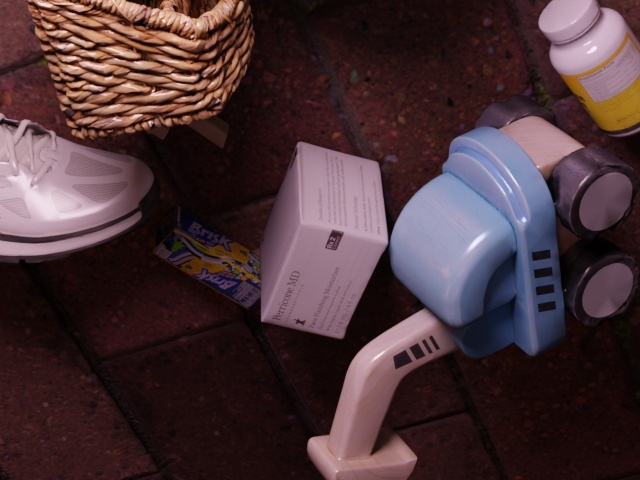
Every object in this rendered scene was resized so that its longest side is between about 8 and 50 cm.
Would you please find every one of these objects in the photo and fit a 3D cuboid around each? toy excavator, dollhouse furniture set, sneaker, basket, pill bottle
[{"bbox_3d":[0.164,0.084,1.813,0.445,0.222,0.432,-24,128,-16],"label":"toy excavator"},{"bbox_3d":[-0.184,-0.135,1.832,0.114,0.091,0.081,33,136,-29],"label":"dollhouse furniture set"},{"bbox_3d":[-0.432,-0.120,1.770,0.448,0.169,0.257,0,131,1],"label":"sneaker"},{"bbox_3d":[-0.192,-0.289,1.558,0.214,0.299,0.223,-9,129,5],"label":"basket"},{"bbox_3d":[0.348,-0.222,1.756,0.103,0.103,0.184,-30,123,21],"label":"pill bottle"}]

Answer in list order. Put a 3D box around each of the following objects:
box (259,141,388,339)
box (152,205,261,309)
[{"bbox_3d":[0.000,0.000,1.873,0.119,0.182,0.181,13,128,-13],"label":"box"},{"bbox_3d":[-0.149,0.025,1.966,0.169,0.059,0.054,33,120,-25],"label":"box"}]
